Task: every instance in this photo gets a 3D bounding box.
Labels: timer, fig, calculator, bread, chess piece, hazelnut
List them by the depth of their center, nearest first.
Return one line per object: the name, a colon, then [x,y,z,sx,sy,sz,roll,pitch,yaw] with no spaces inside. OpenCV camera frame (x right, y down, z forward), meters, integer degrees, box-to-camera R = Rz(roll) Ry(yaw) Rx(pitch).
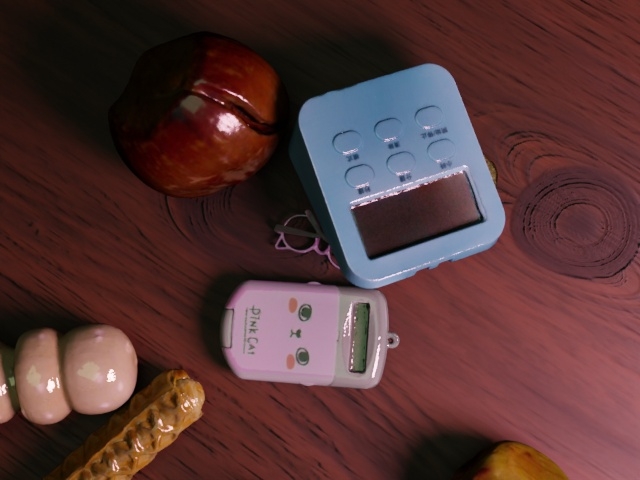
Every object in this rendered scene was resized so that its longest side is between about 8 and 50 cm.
fig: [0.243,0.326,1.429,0.166,0.144,0.154,-6,119,-13]
timer: [0.103,-0.083,1.457,0.232,0.091,0.250,-19,74,-17]
hazelnut: [-0.160,-0.169,1.513,0.234,0.218,0.218,-31,81,23]
chess piece: [-0.398,0.188,1.527,0.300,0.167,0.167,-8,84,3]
calculator: [-0.015,0.126,1.529,0.246,0.045,0.141,5,86,8]
bread: [-0.304,0.312,1.536,0.367,0.077,0.084,-43,82,3]

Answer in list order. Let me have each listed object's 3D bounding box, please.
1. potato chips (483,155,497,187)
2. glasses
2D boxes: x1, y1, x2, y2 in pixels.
potato chips: [0.133,-0.074,1.537,0.209,0.026,0.142,-30,85,6]
glasses: [0.000,0.000,1.507,0.140,0.104,0.062,22,87,6]
